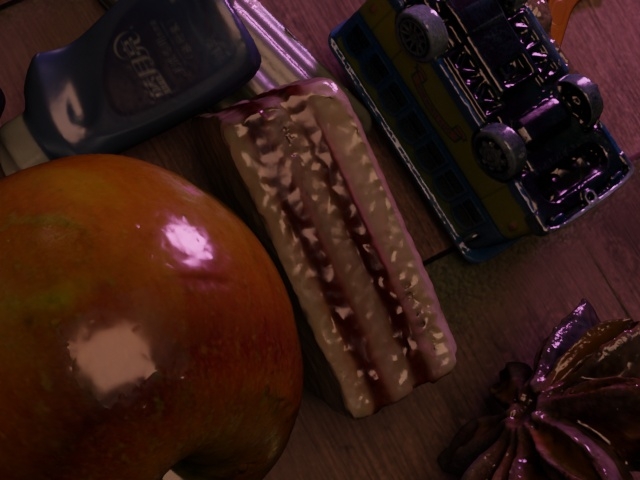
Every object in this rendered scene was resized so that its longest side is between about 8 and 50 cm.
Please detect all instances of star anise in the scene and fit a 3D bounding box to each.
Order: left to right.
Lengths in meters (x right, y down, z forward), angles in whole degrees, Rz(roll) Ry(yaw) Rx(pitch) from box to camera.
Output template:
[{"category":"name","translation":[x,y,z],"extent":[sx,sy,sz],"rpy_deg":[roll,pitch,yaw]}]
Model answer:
[{"category":"star anise","translation":[0.233,0.193,1.095],"extent":[0.117,0.332,0.331],"rpy_deg":[43,71,-16]}]

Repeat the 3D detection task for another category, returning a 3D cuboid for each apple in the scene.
[{"category":"apple","translation":[-0.212,0.112,1.019],"extent":[0.374,0.374,0.384],"rpy_deg":[37,112,-2]}]

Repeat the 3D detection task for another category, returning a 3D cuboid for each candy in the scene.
[{"category":"candy","translation":[0.000,0.000,1.114],"extent":[0.135,0.179,0.320],"rpy_deg":[-25,98,-15]}]

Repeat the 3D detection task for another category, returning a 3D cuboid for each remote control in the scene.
[{"category":"remote control","translation":[-0.094,-0.205,1.233],"extent":[0.335,0.065,0.128],"rpy_deg":[45,74,0]}]

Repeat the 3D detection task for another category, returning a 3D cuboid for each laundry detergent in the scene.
[{"category":"laundry detergent","translation":[-0.209,-0.158,1.149],"extent":[0.290,0.094,0.143],"rpy_deg":[-34,91,0]}]

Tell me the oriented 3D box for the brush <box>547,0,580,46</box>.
[{"category":"brush","translation":[0.282,-0.265,1.362],"extent":[0.103,0.013,0.272],"rpy_deg":[23,74,-6]}]

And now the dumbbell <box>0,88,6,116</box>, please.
[{"category":"dumbbell","translation":[-0.370,-0.254,1.109],"extent":[0.204,0.204,0.322],"rpy_deg":[21,74,-7]}]

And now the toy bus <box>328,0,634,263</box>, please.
[{"category":"toy bus","translation":[0.168,-0.149,1.203],"extent":[0.152,0.190,0.312],"rpy_deg":[-33,90,-25]}]

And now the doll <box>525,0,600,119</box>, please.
[{"category":"doll","translation":[0.217,-0.260,1.308],"extent":[0.203,0.091,0.285],"rpy_deg":[-3,93,19]}]
